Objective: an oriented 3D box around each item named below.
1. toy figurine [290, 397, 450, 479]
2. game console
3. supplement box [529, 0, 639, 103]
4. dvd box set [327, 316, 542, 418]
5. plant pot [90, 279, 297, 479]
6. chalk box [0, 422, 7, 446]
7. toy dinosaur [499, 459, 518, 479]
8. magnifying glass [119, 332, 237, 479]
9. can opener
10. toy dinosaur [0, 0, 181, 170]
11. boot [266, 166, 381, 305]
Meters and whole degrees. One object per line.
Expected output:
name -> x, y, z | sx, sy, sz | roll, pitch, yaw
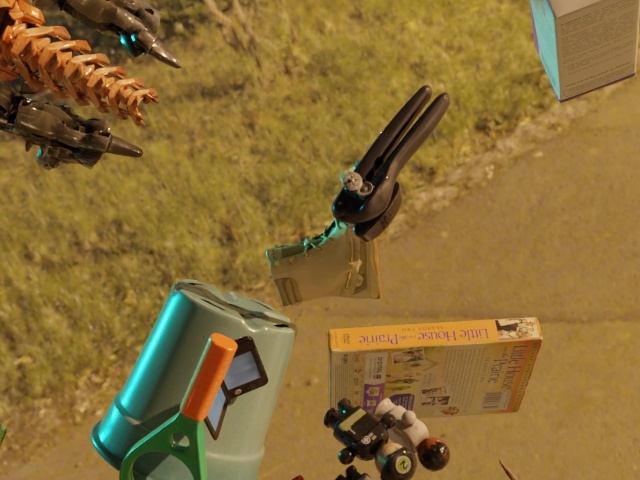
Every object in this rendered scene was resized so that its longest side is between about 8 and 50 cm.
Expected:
toy figurine -> 0.077, 0.345, 1.296 | 0.148, 0.209, 0.213 | 35, 101, 33
game console -> -0.147, 0.247, 1.489 | 0.124, 0.144, 0.085 | -21, 48, -7
supplement box -> 0.338, -0.289, 1.153 | 0.114, 0.220, 0.111 | -20, 67, 11
dvd box set -> 0.224, 0.275, 1.851 | 0.421, 0.307, 0.062 | -4, 52, -1
plant pot -> -0.217, 0.273, 1.710 | 0.341, 0.341, 0.334 | 29, 98, 54
chalk box -> -0.471, 0.264, 1.032 | 0.132, 0.132, 0.213 | -44, 16, -1
toy dinosaur -> 0.327, 0.437, 1.320 | 0.112, 0.211, 0.064 | -5, 8, 25
magnifying glass -> -0.139, 0.195, 0.913 | 0.092, 0.231, 0.026 | 26, 23, 3
can opener -> 0.074, -0.090, 0.958 | 0.059, 0.073, 0.186 | 26, 79, 24
toy dinosaur -> -0.225, -0.135, 0.608 | 0.164, 0.218, 0.322 | -46, 58, 15
boot -> 0.000, 0.000, 1.614 | 0.204, 0.262, 0.095 | -6, 31, 5
